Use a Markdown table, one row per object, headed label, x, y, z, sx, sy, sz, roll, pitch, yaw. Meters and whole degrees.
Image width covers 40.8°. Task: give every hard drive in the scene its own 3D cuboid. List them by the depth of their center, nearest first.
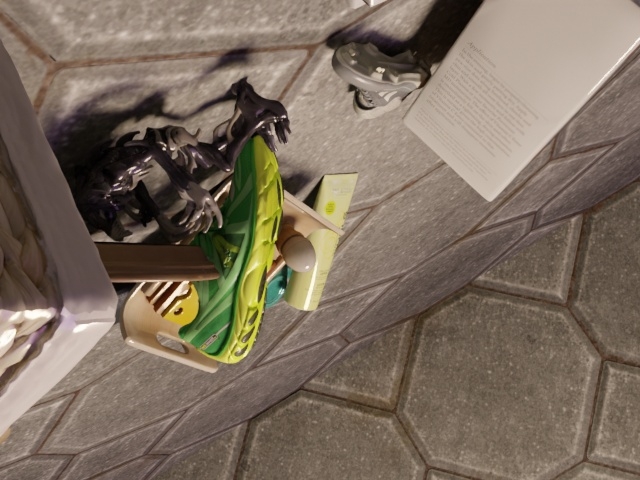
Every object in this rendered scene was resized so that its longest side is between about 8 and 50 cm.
| label | x | y | z | sx | sy | sz | roll | pitch | yaw |
| --- | --- | --- | --- | --- | --- | --- | --- | --- | --- |
| hard drive | -0.319 | 0.097 | 1.321 | 0.094 | 0.022 | 0.135 | -26 | 162 | -18 |

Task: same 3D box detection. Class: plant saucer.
| label | x | y | z | sx | sy | sz | roll | pitch | yaw |
| --- | --- | --- | --- | --- | --- | --- | --- | --- | --- |
| plant saucer | -0.252 | 0.021 | 0.969 | 0.277 | 0.041 | 0.278 | 3 | 180 | 0 |

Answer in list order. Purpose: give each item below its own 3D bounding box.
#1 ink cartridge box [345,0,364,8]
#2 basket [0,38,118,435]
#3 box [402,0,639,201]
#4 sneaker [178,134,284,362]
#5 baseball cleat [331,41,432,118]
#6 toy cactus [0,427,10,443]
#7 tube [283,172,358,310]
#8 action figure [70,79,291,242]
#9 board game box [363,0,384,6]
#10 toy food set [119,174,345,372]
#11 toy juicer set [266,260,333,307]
| label | x | y | z | sx | sy | sz | roll | pitch | yaw |
| --- | --- | --- | --- | --- | --- | --- | --- | --- | --- |
| ink cartridge box | 0.066 | -0.302 | 0.796 | 0.109 | 0.063 | 0.150 | -28 | 161 | -14 |
| basket | -0.351 | 0.003 | 0.484 | 0.328 | 0.331 | 0.266 | -41 | 159 | 26 |
| box | 0.287 | -0.245 | 1.070 | 0.215 | 0.168 | 0.345 | -41 | 172 | -37 |
| sneaker | -0.121 | 0.008 | 1.100 | 0.109 | 0.123 | 0.296 | -11 | 114 | -83 |
| baseball cleat | 0.065 | -0.193 | 1.086 | 0.109 | 0.072 | 0.206 | -43 | 159 | 32 |
| toy cactus | -0.459 | 0.185 | 1.087 | 0.112 | 0.180 | 0.219 | -52 | 168 | -3 |
| tube | 0.000 | 0.000 | 1.430 | 0.070 | 0.062 | 0.240 | -95 | -158 | -70 |
| action figure | -0.160 | -0.065 | 0.925 | 0.275 | 0.141 | 0.164 | -30 | -167 | -17 |
| board game box | 0.104 | -0.341 | 0.638 | 0.193 | 0.053 | 0.305 | -27 | 146 | -15 |
| toy food set | -0.122 | 0.057 | 1.255 | 0.306 | 0.092 | 0.219 | -48 | 145 | 7 |
| toy juicer set | -0.108 | 0.040 | 1.459 | 0.329 | 0.089 | 0.209 | -36 | 146 | -31 |
